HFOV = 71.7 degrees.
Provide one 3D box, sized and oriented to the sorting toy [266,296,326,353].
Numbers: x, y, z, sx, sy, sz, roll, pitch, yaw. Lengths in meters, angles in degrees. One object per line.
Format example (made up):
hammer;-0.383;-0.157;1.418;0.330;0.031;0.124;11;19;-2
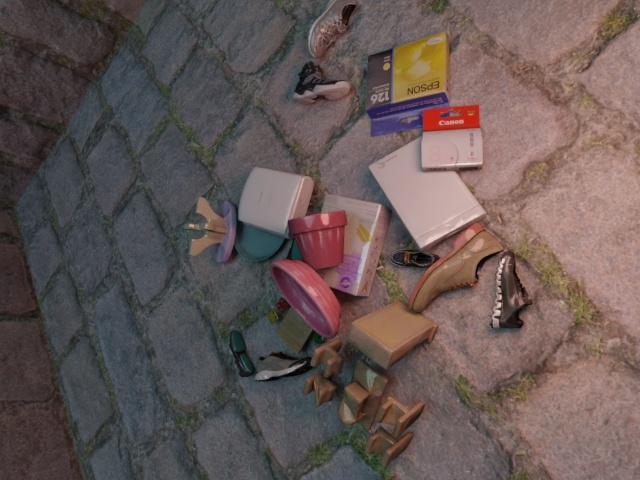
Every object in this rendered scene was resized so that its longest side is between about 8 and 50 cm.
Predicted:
sorting toy;-0.094;0.338;1.708;0.275;0.046;0.132;36;102;32

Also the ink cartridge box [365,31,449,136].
ink cartridge box;0.308;-0.553;1.591;0.304;0.072;0.306;-3;77;33

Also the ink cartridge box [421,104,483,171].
ink cartridge box;0.425;-0.340;1.442;0.189;0.066;0.232;-1;81;15

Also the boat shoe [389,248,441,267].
boat shoe;0.304;0.056;1.471;0.184;0.083;0.065;2;83;34

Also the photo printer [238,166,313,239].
photo printer;-0.195;-0.160;1.778;0.308;0.107;0.255;18;92;35

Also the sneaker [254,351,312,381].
sneaker;-0.147;0.471;1.690;0.272;0.100;0.107;-19;66;30

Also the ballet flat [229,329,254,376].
ballet flat;-0.342;0.474;1.837;0.074;0.074;0.203;-39;65;22

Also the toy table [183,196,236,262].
toy table;-0.477;-0.047;1.935;0.252;0.161;0.273;-16;70;51

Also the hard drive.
hard drive;0.343;-0.165;1.466;0.233;0.047;0.352;-29;64;3

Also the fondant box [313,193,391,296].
fondant box;0.096;0.015;1.611;0.239;0.096;0.329;15;91;35

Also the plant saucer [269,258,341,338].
plant saucer;-0.042;0.188;1.528;0.084;0.332;0.332;-38;55;-21

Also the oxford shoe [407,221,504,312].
oxford shoe;0.411;0.111;1.370;0.130;0.123;0.348;46;108;25

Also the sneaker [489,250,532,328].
sneaker;0.563;0.149;1.290;0.106;0.078;0.234;7;89;32

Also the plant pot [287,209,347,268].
plant pot;0.000;0.000;1.516;0.202;0.201;0.180;-9;91;32

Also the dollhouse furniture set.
dollhouse furniture set;0.188;0.425;1.445;0.362;0.257;0.393;32;120;34

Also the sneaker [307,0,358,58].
sneaker;0.048;-0.870;1.798;0.115;0.105;0.281;36;101;33

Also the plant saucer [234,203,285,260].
plant saucer;-0.251;-0.067;1.890;0.318;0.044;0.317;-7;78;32

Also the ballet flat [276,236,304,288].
ballet flat;-0.089;0.076;1.714;0.095;0.096;0.280;29;118;3

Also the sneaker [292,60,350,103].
sneaker;0.003;-0.649;1.788;0.269;0.101;0.152;2;85;36
